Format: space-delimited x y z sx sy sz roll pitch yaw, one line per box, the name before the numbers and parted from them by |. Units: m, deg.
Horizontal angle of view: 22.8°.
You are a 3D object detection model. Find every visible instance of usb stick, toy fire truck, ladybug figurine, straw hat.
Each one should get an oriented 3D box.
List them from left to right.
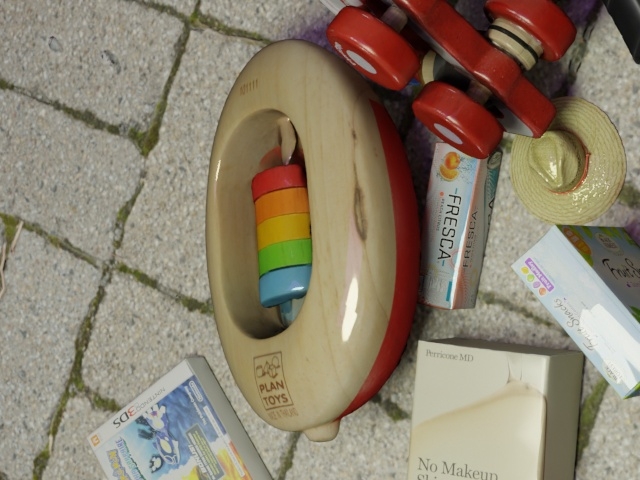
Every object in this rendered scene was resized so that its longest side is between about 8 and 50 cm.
ladybug figurine | 0.000 0.000 1.764 0.305 0.162 0.449 -17 72 52
toy fire truck | 0.107 -0.223 1.686 0.169 0.302 0.254 -54 26 -5
straw hat | 0.254 -0.087 1.711 0.144 0.061 0.144 -1 88 28
usb stick | 0.298 -0.305 1.657 0.045 0.077 0.278 -16 62 -10

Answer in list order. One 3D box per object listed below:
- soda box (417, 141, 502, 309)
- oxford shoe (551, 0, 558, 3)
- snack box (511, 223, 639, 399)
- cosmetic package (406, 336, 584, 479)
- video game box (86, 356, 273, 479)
soda box | 0.150 -0.016 1.765 0.058 0.063 0.183 13 96 29
oxford shoe | 0.171 -0.349 1.759 0.271 0.097 0.098 40 90 17
snack box | 0.304 0.068 1.597 0.070 0.207 0.174 -46 68 20
cosmetic package | 0.184 0.266 1.714 0.160 0.113 0.309 4 92 29
video game box | -0.172 0.277 1.948 0.187 0.048 0.205 -40 71 25
